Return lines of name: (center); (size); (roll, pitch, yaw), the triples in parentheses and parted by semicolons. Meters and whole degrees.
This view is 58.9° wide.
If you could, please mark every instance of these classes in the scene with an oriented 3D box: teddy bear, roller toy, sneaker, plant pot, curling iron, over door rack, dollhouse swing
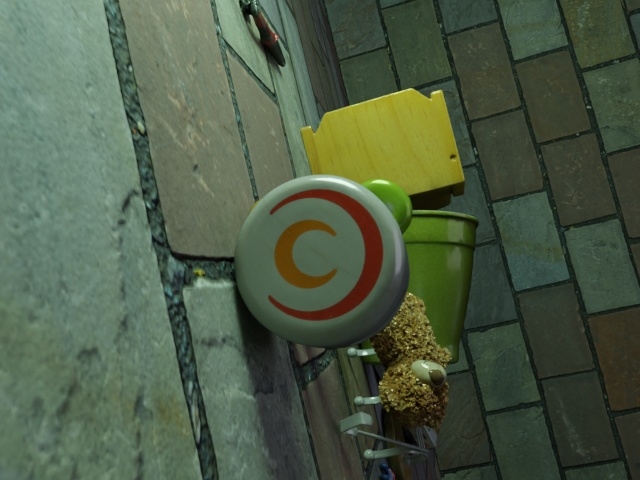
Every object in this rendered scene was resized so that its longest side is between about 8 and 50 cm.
teddy bear: (0.181, 0.199, 1.119); (0.245, 0.113, 0.338); (58, 21, -16)
roller toy: (0.005, 0.030, 0.670); (0.146, 0.210, 0.191); (45, 45, -73)
sneaker: (0.309, 0.611, 1.833); (0.268, 0.101, 0.153); (57, 18, -70)
plant pot: (0.218, 0.135, 1.430); (0.366, 0.367, 0.352); (39, 50, -74)
curling iron: (-0.107, -0.425, 1.155); (0.274, 0.035, 0.068); (40, 37, -74)
plant pot: (0.207, 0.566, 1.526); (0.236, 0.032, 0.236); (-14, 90, -80)
over door rack: (0.095, 0.293, 1.115); (0.324, 0.108, 0.239); (44, 29, -47)
dollhouse swing: (0.172, -0.195, 1.488); (0.305, 0.347, 0.315); (-39, 115, -79)

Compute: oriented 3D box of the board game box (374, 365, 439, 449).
board game box: (0.264, 0.434, 1.674); (0.305, 0.053, 0.193); (61, 25, -7)

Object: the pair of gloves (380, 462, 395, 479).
pair of gloves: (0.166, 0.601, 1.268); (0.159, 0.023, 0.198); (51, 25, -67)

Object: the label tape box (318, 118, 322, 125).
label tape box: (0.096, -0.211, 1.803); (0.240, 0.106, 0.333); (7, 70, -79)

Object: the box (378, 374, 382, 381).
box: (0.195, 0.437, 1.659); (0.081, 0.028, 0.136); (64, 13, -51)
